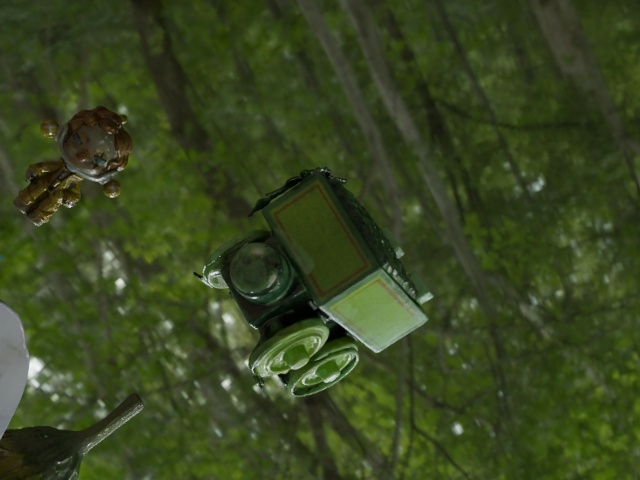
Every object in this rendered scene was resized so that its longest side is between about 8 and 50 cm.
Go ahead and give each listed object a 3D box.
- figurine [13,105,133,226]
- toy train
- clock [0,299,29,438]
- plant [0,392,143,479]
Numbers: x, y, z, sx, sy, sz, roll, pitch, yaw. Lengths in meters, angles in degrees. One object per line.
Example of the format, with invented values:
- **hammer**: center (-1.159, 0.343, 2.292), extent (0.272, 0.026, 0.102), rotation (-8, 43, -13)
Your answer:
- **figurine**: center (-0.257, -0.076, 1.235), extent (0.068, 0.101, 0.143), rotation (-141, -108, -82)
- **toy train**: center (-0.002, 0.051, 1.217), extent (0.188, 0.271, 0.159), rotation (-34, -114, 4)
- **clock**: center (-0.345, 0.064, 0.761), extent (0.254, 0.189, 0.189), rotation (20, -121, 22)
- **plant**: center (-0.411, 0.338, 1.655), extent (0.306, 0.297, 0.261), rotation (41, -60, 34)
